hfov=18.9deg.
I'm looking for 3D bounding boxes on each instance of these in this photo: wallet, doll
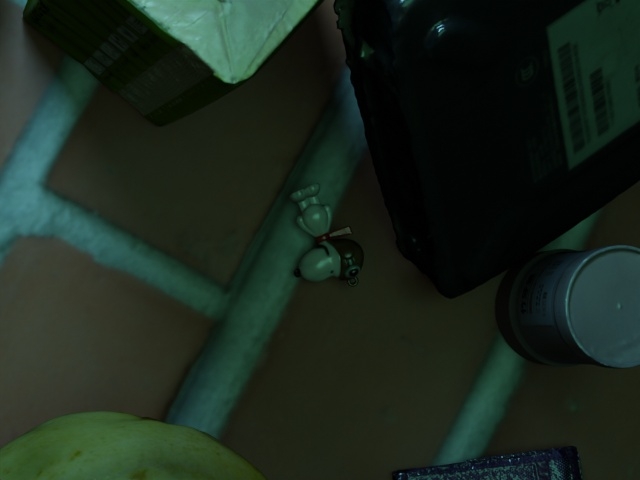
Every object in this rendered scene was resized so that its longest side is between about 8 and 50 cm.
[{"bbox_3d":[0.143,0.234,1.588,0.166,0.030,0.111,-7,91,-16],"label":"wallet"},{"bbox_3d":[0.005,-0.004,1.555,0.058,0.040,0.085,-3,89,-6],"label":"doll"}]

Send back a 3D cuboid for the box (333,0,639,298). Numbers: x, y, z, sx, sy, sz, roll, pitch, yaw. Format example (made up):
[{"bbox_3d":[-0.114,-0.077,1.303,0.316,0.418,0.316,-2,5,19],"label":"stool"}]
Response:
[{"bbox_3d":[0.189,-0.150,1.494,0.350,0.091,0.359,-33,140,-14],"label":"box"}]

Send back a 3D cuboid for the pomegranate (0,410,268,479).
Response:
[{"bbox_3d":[-0.146,0.284,1.370,0.319,0.319,0.319,1,88,-16],"label":"pomegranate"}]

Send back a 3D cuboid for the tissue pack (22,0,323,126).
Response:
[{"bbox_3d":[-0.087,-0.212,1.410,0.167,0.275,0.200,40,78,-9],"label":"tissue pack"}]

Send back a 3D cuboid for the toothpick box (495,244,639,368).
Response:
[{"bbox_3d":[0.213,0.054,1.554,0.098,0.149,0.098,1,88,-16],"label":"toothpick box"}]
